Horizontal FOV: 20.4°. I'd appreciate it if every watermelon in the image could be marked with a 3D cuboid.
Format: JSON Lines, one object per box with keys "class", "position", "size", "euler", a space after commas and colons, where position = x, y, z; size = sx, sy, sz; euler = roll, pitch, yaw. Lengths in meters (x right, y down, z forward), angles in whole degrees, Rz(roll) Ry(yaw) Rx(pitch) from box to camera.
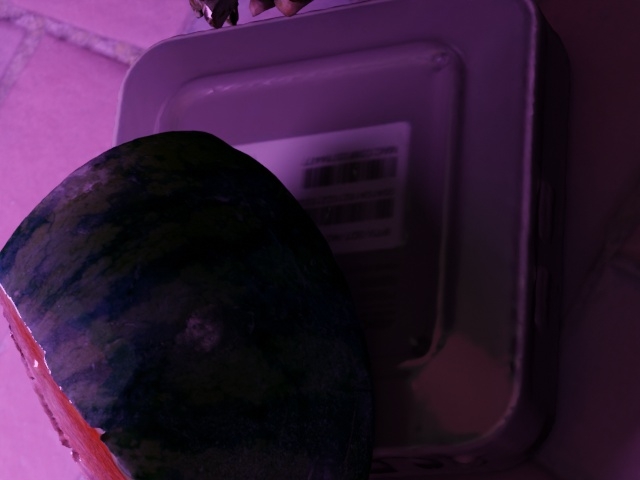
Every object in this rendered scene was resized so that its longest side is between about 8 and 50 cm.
{"class": "watermelon", "position": [-0.113, 0.108, 1.270], "size": [0.292, 0.222, 0.319], "euler": [37, 102, 30]}

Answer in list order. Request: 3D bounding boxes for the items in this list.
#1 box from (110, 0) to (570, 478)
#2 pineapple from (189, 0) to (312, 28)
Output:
{"class": "box", "position": [0.000, 0.000, 1.439], "size": [0.396, 0.111, 0.397], "euler": [-8, 65, 27]}
{"class": "pineapple", "position": [-0.004, -0.282, 1.445], "size": [0.271, 0.262, 0.262], "euler": [-30, 52, -11]}
